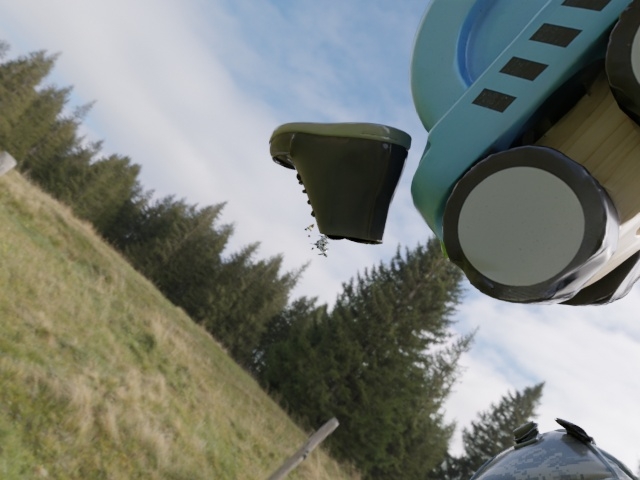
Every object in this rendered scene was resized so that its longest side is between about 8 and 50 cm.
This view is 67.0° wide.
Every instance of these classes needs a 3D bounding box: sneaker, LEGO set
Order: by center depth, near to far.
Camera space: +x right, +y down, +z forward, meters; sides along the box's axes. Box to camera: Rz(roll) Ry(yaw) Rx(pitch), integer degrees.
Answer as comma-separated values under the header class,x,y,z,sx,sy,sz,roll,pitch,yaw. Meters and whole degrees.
class,x,y,z,sx,sy,sz,roll,pitch,yaw
sneaker,-0.003,-0.064,0.540,0.083,0.118,0.222,13,0,-34
LEGO set,-0.002,0.000,1.078,0.083,0.054,0.023,46,-34,-15

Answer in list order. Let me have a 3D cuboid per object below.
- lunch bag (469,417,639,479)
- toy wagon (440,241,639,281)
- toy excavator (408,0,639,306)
class,x,y,z,sx,sy,sz,roll,pitch,yaw
lunch bag,0.260,0.363,0.471,0.256,0.213,0.304,1,64,-64
toy wagon,0.261,-0.116,0.547,0.068,0.268,0.344,-7,91,-70
toy excavator,0.199,-0.220,0.419,0.222,0.433,0.445,8,40,-50
